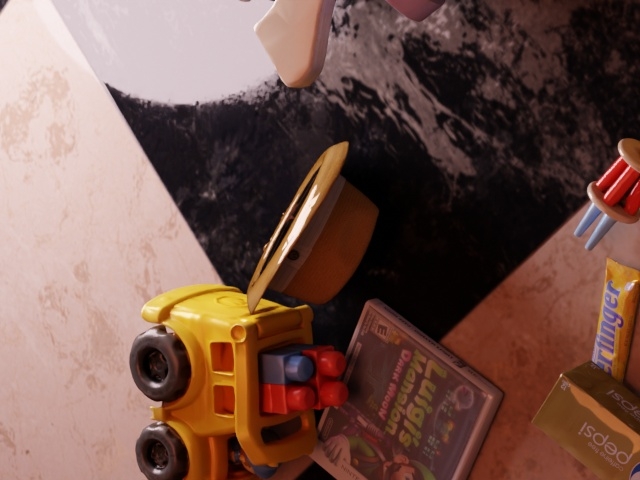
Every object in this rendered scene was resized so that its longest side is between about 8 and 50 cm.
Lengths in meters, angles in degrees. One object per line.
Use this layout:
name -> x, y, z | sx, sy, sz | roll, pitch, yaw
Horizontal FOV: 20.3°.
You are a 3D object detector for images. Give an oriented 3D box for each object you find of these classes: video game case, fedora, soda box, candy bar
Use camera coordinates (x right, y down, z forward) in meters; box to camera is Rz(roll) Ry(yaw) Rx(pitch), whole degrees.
video game case -> 0.079, 0.181, 1.744 | 0.173, 0.022, 0.190 | 37, 119, 32
fedora -> 0.000, 0.000, 1.726 | 0.079, 0.194, 0.194 | 29, 121, -6
soda box -> 0.274, 0.183, 1.528 | 0.181, 0.061, 0.058 | 38, 117, 23
candy bar -> 0.256, 0.097, 1.576 | 0.040, 0.018, 0.161 | 20, 108, 38

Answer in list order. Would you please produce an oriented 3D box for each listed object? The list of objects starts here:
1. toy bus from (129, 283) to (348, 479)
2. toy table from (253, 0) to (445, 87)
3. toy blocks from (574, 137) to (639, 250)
toy bus -> -0.067, 0.164, 1.794 | 0.211, 0.149, 0.220 | 6, 102, 36
toy table -> -0.024, -0.283, 1.637 | 0.161, 0.252, 0.274 | -35, 64, 23
toy blocks -> 0.287, -0.030, 1.506 | 0.123, 0.054, 0.148 | 48, 124, 26
